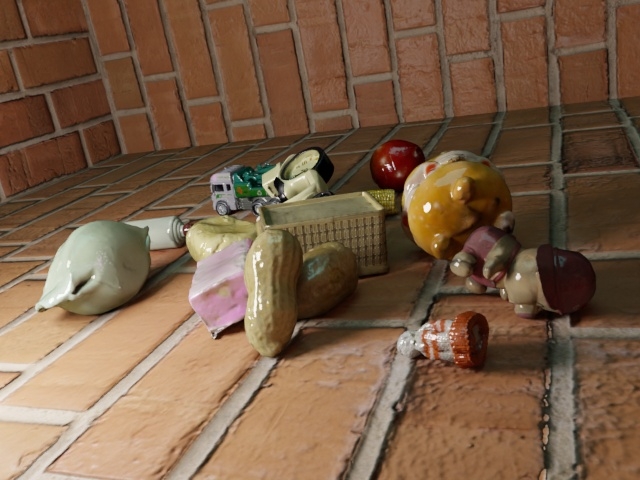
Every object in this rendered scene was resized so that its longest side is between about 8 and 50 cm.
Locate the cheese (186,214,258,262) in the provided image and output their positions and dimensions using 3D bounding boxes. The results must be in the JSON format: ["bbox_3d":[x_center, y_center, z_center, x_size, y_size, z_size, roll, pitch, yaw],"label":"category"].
[{"bbox_3d":[-0.263,0.003,1.807,0.225,0.117,0.214,-18,26,-34],"label":"cheese"}]

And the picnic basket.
[{"bbox_3d":[0.000,0.000,1.592,0.312,0.176,0.228,-8,18,-6],"label":"picnic basket"}]

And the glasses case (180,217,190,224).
[{"bbox_3d":[-0.506,-0.062,2.254,0.083,0.021,0.032,-25,22,-37],"label":"glasses case"}]

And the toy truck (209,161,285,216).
[{"bbox_3d":[-0.220,-0.188,2.242,0.363,0.178,0.176,-3,20,29],"label":"toy truck"}]

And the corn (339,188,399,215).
[{"bbox_3d":[0.119,-0.104,1.945,0.244,0.093,0.093,-11,19,-4],"label":"corn"}]

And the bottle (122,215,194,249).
[{"bbox_3d":[-0.518,-0.022,2.020,0.245,0.104,0.104,-5,19,13],"label":"bottle"}]

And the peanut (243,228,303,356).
[{"bbox_3d":[-0.100,0.104,1.266,0.123,0.257,0.123,5,-12,1],"label":"peanut"}]

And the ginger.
[{"bbox_3d":[-0.007,0.089,1.390,0.267,0.138,0.152,-25,19,-25],"label":"ginger"}]

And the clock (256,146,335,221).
[{"bbox_3d":[-0.072,-0.137,1.937,0.276,0.120,0.379,-28,33,17],"label":"clock"}]

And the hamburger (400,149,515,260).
[{"bbox_3d":[0.331,-0.074,1.502,0.276,0.277,0.237,-9,17,3],"label":"hamburger"}]

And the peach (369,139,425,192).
[{"bbox_3d":[0.270,-0.259,2.168,0.197,0.198,0.197,-9,19,3],"label":"peach"}]

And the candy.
[{"bbox_3d":[-0.204,0.099,1.448,0.155,0.116,0.265,-29,17,3],"label":"candy"}]

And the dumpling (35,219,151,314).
[{"bbox_3d":[-0.567,0.091,1.613,0.211,0.270,0.320,36,20,35],"label":"dumpling"}]

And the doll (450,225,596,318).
[{"bbox_3d":[0.393,0.067,1.216,0.255,0.152,0.196,15,20,30],"label":"doll"}]

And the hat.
[{"bbox_3d":[0.206,0.174,1.107,0.162,0.094,0.112,-3,8,36],"label":"hat"}]
